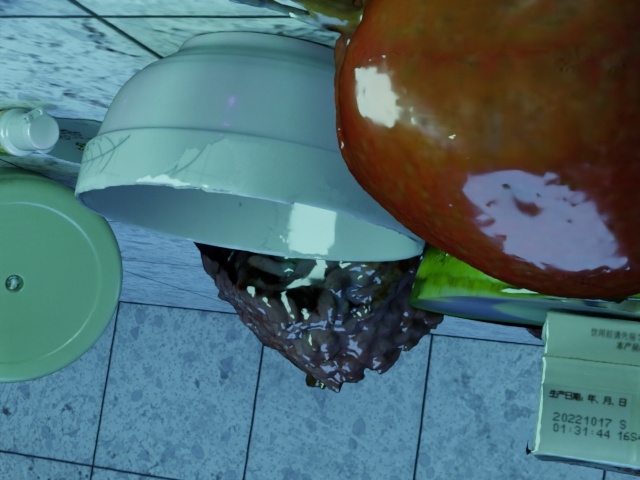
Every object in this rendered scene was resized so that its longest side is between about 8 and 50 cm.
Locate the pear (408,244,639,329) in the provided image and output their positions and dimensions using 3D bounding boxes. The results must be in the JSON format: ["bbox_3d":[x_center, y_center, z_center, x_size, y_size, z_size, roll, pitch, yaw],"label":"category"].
[{"bbox_3d":[0.283,-0.007,1.114,0.399,0.165,0.399,6,173,1],"label":"pear"}]

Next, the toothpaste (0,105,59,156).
[{"bbox_3d":[-0.390,-0.118,1.420,0.314,0.058,0.056,5,-144,47],"label":"toothpaste"}]

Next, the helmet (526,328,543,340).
[{"bbox_3d":[0.391,0.065,1.588,0.198,0.154,0.253,-10,-156,-39],"label":"helmet"}]

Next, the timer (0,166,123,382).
[{"bbox_3d":[-0.452,0.008,1.790,0.291,0.290,0.315,12,-166,-24],"label":"timer"}]

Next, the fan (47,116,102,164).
[{"bbox_3d":[-0.197,-0.089,1.546,0.233,0.012,0.415,2,167,42],"label":"fan"}]

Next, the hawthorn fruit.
[{"bbox_3d":[0.091,-0.088,0.678,0.299,0.211,0.211,18,173,6],"label":"hawthorn fruit"}]

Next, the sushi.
[{"bbox_3d":[0.000,0.000,1.285,0.270,0.236,0.171,37,173,42],"label":"sushi"}]

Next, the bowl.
[{"bbox_3d":[-0.047,-0.077,1.033,0.287,0.143,0.287,8,172,1],"label":"bowl"}]

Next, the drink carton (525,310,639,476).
[{"bbox_3d":[0.293,0.148,1.142,0.194,0.132,0.324,5,171,12],"label":"drink carton"}]
